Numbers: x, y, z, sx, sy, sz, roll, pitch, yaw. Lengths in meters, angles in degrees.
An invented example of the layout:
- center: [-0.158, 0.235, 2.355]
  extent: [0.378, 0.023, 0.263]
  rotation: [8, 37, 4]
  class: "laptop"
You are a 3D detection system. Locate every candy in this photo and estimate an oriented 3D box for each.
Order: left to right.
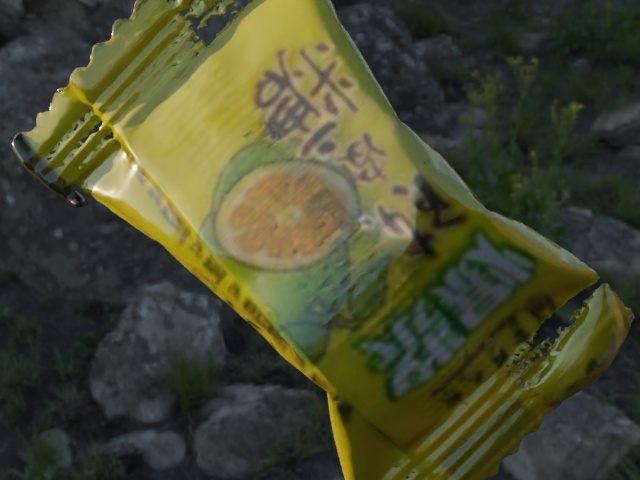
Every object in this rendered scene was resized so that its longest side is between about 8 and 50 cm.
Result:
- center: [0.000, 0.000, 0.498]
  extent: [0.187, 0.297, 0.081]
  rotation: [-44, 2, 10]
  class: "candy"
